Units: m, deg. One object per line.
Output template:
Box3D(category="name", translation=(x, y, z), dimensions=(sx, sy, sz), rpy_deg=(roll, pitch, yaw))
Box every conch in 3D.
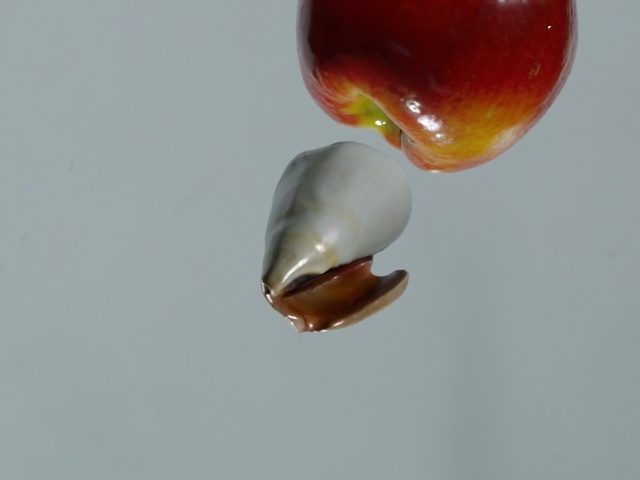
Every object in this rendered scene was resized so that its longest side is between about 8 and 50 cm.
Box3D(category="conch", translation=(0.012, 0.001, 1.168), dimensions=(0.094, 0.176, 0.104), rpy_deg=(3, 115, 2))

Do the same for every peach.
Box3D(category="peach", translation=(0.100, -0.176, 1.394), dimensions=(0.243, 0.199, 0.244), rpy_deg=(-5, 100, -29))
